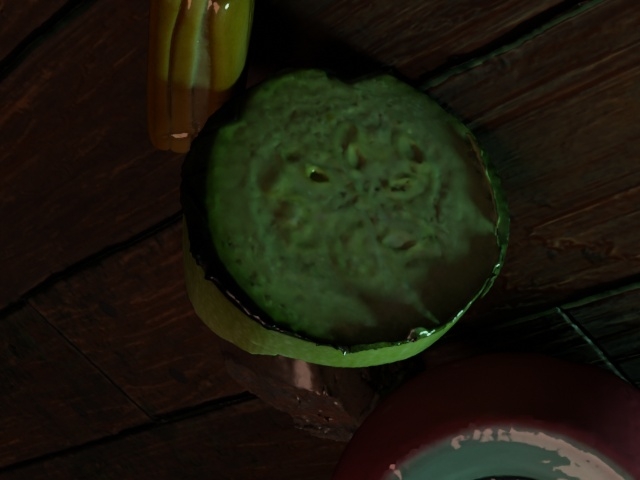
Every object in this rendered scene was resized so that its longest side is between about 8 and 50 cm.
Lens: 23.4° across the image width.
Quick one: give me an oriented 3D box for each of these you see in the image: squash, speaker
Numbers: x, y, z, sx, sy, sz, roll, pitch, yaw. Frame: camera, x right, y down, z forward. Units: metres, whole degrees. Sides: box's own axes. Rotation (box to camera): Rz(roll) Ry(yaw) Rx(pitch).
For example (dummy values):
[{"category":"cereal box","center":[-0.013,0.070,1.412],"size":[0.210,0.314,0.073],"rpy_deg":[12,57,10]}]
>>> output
[{"category":"squash","center":[0.010,0.001,1.039],"size":[0.220,0.220,0.133],"rpy_deg":[30,147,10]},{"category":"speaker","center":[0.145,0.218,1.139],"size":[0.294,0.294,0.294],"rpy_deg":[25,147,18]}]

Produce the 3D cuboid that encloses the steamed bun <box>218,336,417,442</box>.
[{"category":"steamed bun","center":[-0.009,0.100,1.291],"size":[0.145,0.106,0.175],"rpy_deg":[3,137,42]}]

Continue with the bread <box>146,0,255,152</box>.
[{"category":"bread","center":[-0.083,-0.151,1.037],"size":[0.077,0.116,0.200],"rpy_deg":[9,146,-2]}]
